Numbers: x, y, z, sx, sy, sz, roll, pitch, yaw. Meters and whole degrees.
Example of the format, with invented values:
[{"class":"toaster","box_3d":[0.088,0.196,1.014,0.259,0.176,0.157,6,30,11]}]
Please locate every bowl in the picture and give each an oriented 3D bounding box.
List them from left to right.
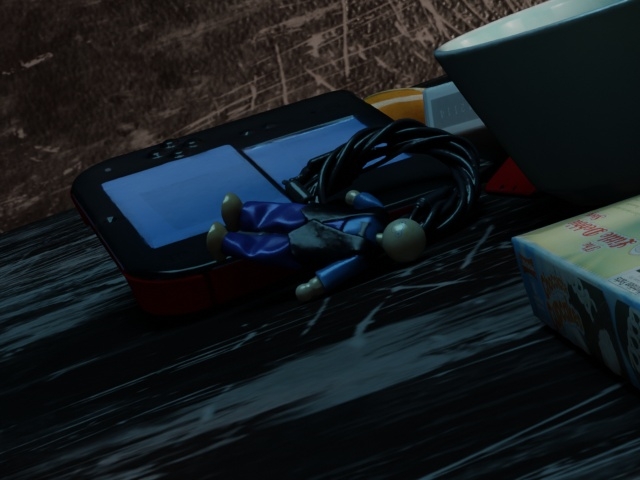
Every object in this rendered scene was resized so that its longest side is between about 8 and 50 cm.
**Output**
[{"class":"bowl","box_3d":[0.264,-0.132,1.418,0.311,0.163,0.311,-19,8,3]}]

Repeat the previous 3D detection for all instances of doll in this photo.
[{"class":"doll","box_3d":[0.000,0.000,1.468,0.189,0.046,0.129,3,46,22]}]

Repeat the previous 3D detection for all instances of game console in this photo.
[{"class":"game console","box_3d":[-0.061,-0.054,1.728,0.342,0.060,0.386,-22,24,-11]},{"class":"game console","box_3d":[0.239,-0.073,1.616,0.124,0.085,0.144,10,1,-15]}]

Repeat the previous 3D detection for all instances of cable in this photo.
[{"class":"cable","box_3d":[0.066,-0.049,1.549,0.184,0.047,0.150,-19,39,-16]}]

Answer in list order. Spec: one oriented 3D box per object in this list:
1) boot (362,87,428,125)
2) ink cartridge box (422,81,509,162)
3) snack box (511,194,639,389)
[{"class":"boot","box_3d":[-0.002,-0.070,1.931,0.295,0.104,0.211,-18,14,33]},{"class":"ink cartridge box","box_3d":[0.297,-0.145,1.773,0.296,0.066,0.261,-14,-13,33]},{"class":"snack box","box_3d":[0.228,0.012,0.917,0.187,0.060,0.322,-19,8,-3]}]
